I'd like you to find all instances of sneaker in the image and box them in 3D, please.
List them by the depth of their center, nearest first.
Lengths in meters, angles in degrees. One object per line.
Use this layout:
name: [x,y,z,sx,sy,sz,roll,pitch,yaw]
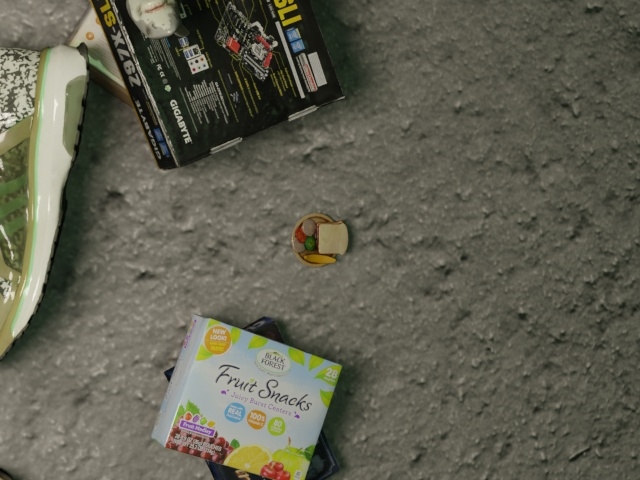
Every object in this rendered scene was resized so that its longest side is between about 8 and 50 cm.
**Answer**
sneaker: [-0.394,-0.050,1.288,0.182,0.158,0.411,12,91,-12]

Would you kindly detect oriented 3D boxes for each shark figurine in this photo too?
shark figurine: [-0.153,-0.305,1.279,0.278,0.166,0.116,-55,140,-34]

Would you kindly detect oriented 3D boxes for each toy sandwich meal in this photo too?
toy sandwich meal: [0.000,0.000,1.541,0.085,0.029,0.086,-1,92,-26]

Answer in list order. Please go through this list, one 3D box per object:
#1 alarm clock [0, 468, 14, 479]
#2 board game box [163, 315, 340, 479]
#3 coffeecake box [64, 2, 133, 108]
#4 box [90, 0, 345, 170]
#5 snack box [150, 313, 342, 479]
alarm clock: [-0.437,0.323,1.314,0.129,0.064,0.192,-49,113,-17]
board game box: [-0.091,0.251,1.495,0.165,0.042,0.243,-29,103,-23]
coffeecake box: [-0.227,-0.277,1.401,0.142,0.068,0.186,34,77,-23]
box: [-0.140,-0.281,1.364,0.257,0.079,0.322,-27,103,-26]
snack box: [-0.096,0.211,1.428,0.207,0.070,0.175,23,81,-26]
